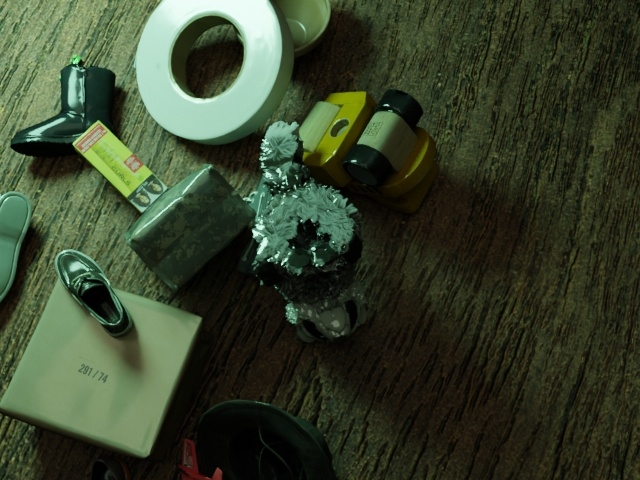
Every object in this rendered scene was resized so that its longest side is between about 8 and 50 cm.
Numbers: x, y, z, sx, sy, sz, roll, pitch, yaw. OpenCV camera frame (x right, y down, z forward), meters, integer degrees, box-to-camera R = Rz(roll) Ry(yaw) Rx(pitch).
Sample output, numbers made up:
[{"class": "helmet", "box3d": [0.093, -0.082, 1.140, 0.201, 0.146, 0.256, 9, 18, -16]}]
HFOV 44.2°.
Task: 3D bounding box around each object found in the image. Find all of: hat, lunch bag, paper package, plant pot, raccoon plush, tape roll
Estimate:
[{"class": "hat", "box3d": [-0.079, 0.418, 1.533, 0.331, 0.331, 0.134, 34, 35, 15]}, {"class": "lunch bag", "box3d": [-0.285, -0.033, 1.674, 0.235, 0.287, 0.169, -44, 105, -7]}, {"class": "paper package", "box3d": [-0.424, 0.261, 1.605, 0.325, 0.168, 0.309, 17, 72, 7]}, {"class": "plant pot", "box3d": [-0.090, -0.522, 1.908, 0.237, 0.109, 0.237, -1, 70, 3]}, {"class": "raccoon plush", "box3d": [0.000, 0.000, 1.648, 0.216, 0.299, 0.446, -4, 56, 9]}, {"class": "tape roll", "box3d": [-0.249, -0.415, 1.824, 0.392, 0.072, 0.392, -2, 86, 23]}]

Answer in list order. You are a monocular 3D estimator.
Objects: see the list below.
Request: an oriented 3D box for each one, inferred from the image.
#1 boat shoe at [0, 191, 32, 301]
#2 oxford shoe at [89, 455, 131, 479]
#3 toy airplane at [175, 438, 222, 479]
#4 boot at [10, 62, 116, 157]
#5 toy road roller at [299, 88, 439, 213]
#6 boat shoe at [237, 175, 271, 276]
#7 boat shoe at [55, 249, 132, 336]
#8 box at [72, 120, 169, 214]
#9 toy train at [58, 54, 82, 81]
[{"class": "boat shoe", "box3d": [-0.734, 0.036, 1.762, 0.114, 0.091, 0.302, 33, 68, -31]}, {"class": "oxford shoe", "box3d": [-0.407, 0.557, 1.538, 0.097, 0.098, 0.271, -19, 70, -3]}, {"class": "toy airplane", "box3d": [-0.239, 0.466, 1.559, 0.028, 0.151, 0.151, -10, 62, -46]}, {"class": "boot", "box3d": [-0.607, -0.310, 1.873, 0.247, 0.094, 0.207, -6, 73, -5]}, {"class": "toy road roller", "box3d": [0.110, -0.182, 1.749, 0.330, 0.240, 0.202, 12, 66, 48]}, {"class": "boat shoe", "box3d": [-0.129, -0.072, 1.743, 0.099, 0.116, 0.319, 1, 76, 3]}, {"class": "boat shoe", "box3d": [-0.447, 0.092, 1.543, 0.078, 0.070, 0.219, -41, 73, -15]}, {"class": "box", "box3d": [-0.448, -0.159, 1.792, 0.232, 0.058, 0.087, 45, 78, -1]}, {"class": "toy train", "box3d": [-0.621, -0.425, 1.960, 0.024, 0.017, 0.083, 26, 73, 2]}]
